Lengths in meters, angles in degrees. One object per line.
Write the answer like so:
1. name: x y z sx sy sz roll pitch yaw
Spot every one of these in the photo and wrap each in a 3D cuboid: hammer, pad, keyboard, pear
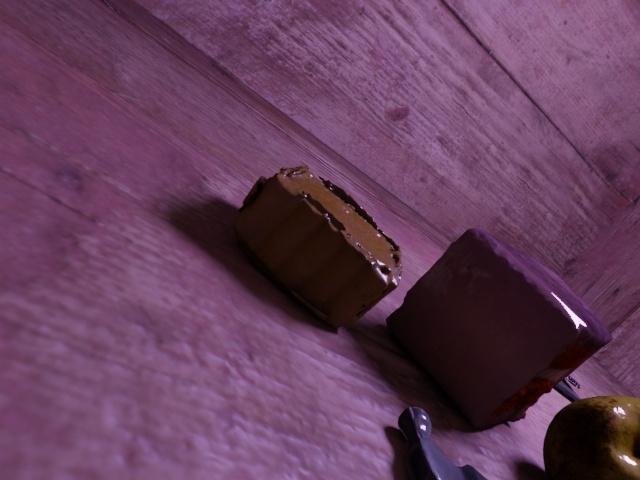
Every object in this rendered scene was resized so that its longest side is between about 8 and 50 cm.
1. hammer: 0.182 0.278 0.516 0.226 0.041 0.159 35 15 -18
2. pad: 0.630 0.365 1.416 0.233 0.022 0.174 35 16 -13
3. keyboard: 0.691 0.363 1.486 0.074 0.015 0.196 17 25 -52
4. pear: 0.417 0.322 0.701 0.197 0.197 0.197 37 15 -11

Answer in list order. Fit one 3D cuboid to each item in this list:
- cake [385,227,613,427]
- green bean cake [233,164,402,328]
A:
1. cake: 0.293 0.142 0.813 0.309 0.237 0.230 19 24 -50
2. green bean cake: 0.000 0.000 0.728 0.230 0.131 0.224 43 16 -1
